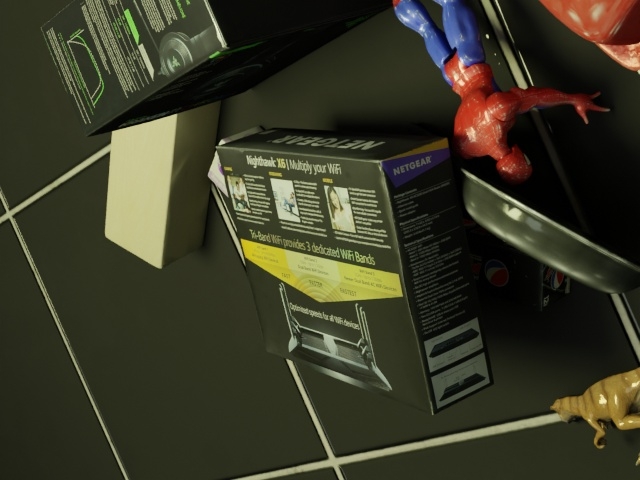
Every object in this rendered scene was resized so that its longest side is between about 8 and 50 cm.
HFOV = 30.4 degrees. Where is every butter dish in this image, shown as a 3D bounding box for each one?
[{"bbox_3d":[0.229,-0.234,0.972,0.160,0.118,0.160,47,134,18],"label":"butter dish"}]

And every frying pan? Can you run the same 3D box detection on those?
[{"bbox_3d":[0.159,-0.038,1.079,0.326,0.197,0.053,32,99,29],"label":"frying pan"}]

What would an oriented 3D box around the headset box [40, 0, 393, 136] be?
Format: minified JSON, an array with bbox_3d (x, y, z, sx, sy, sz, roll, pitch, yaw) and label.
[{"bbox_3d":[-0.101,-0.235,1.209,0.283,0.246,0.131,-22,91,47],"label":"headset box"}]

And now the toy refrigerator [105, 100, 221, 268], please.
[{"bbox_3d":[-0.194,-0.112,1.472,0.102,0.094,0.269,28,127,26],"label":"toy refrigerator"}]

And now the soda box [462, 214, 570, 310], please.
[{"bbox_3d":[0.168,0.017,1.193,0.169,0.053,0.060,18,120,40],"label":"soda box"}]

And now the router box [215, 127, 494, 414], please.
[{"bbox_3d":[0.025,0.017,1.170,0.309,0.081,0.243,12,119,57],"label":"router box"}]

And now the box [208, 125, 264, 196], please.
[{"bbox_3d":[0.000,0.000,1.345,0.324,0.067,0.063,46,135,21],"label":"box"}]

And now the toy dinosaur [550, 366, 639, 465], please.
[{"bbox_3d":[0.293,0.149,1.121,0.112,0.064,0.211,57,137,11],"label":"toy dinosaur"}]

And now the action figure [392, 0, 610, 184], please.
[{"bbox_3d":[0.160,-0.170,1.104,0.091,0.139,0.280,-50,49,47],"label":"action figure"}]
